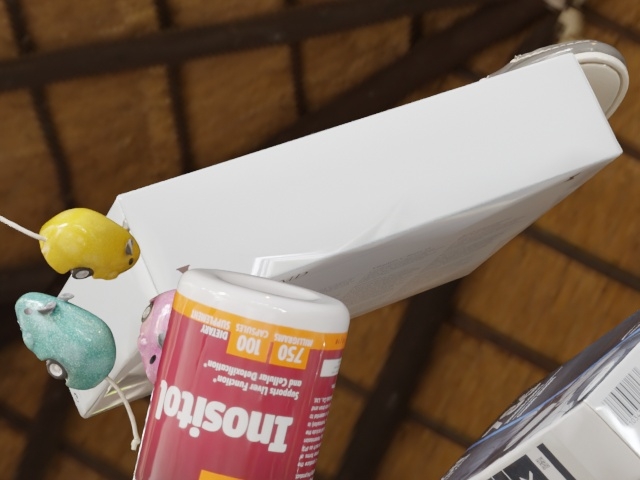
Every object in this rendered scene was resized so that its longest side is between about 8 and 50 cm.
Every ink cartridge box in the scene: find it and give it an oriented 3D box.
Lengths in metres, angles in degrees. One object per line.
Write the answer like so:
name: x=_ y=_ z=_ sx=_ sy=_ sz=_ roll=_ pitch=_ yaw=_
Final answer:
ink cartridge box: x=0.156 y=0.135 z=1.080 sx=0.065 sy=0.165 sz=0.333 roll=46 pitch=-35 yaw=5

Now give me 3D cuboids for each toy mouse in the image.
toy mouse: x=-0.107 y=0.044 z=0.895 sx=0.161 sy=0.143 sz=0.031 roll=13 pitch=-40 yaw=-35

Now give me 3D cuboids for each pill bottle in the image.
pill bottle: x=-0.042 y=0.095 z=0.786 sx=0.086 sy=0.152 sz=0.086 roll=12 pitch=4 yaw=-1

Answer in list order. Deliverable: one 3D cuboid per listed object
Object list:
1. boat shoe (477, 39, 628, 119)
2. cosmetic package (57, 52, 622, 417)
boat shoe: x=0.179 y=-0.121 z=1.593 sx=0.112 sy=0.095 sz=0.335 roll=19 pitch=-34 yaw=-20
cosmetic package: x=0.000 y=0.000 z=1.240 sx=0.097 sy=0.377 sz=0.284 roll=67 pitch=-26 yaw=9
